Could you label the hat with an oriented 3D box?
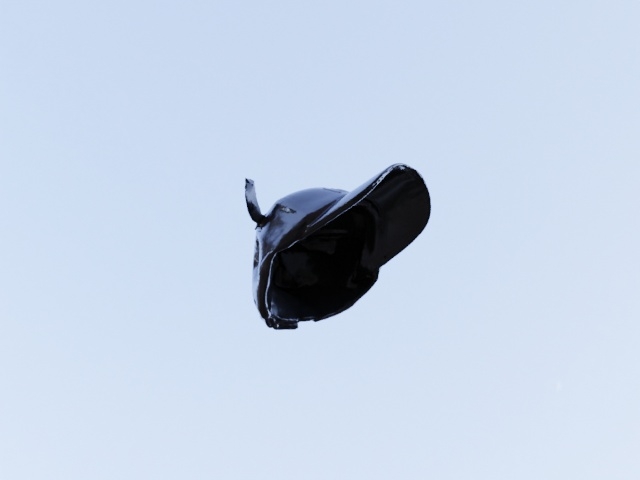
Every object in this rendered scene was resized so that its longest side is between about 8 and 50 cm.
[{"bbox_3d":[0.004,-0.031,1.587,0.336,0.209,0.238,-47,-42,13],"label":"hat"}]
